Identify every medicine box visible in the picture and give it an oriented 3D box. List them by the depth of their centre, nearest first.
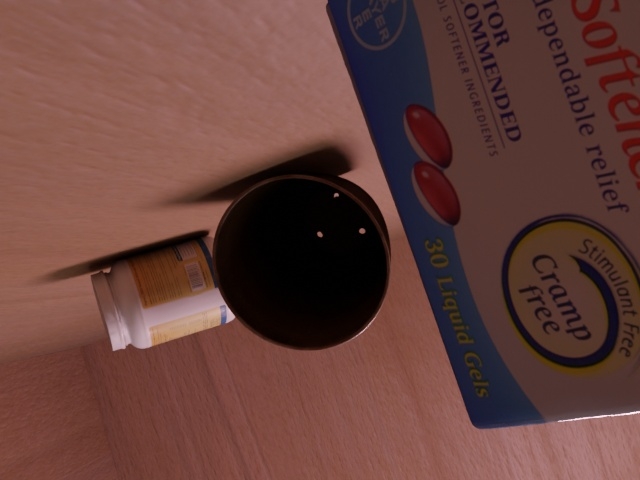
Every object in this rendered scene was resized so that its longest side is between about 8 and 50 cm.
[{"bbox_3d":[0.176,-0.070,0.384,0.149,0.263,0.289,-14,174,-41],"label":"medicine box"}]

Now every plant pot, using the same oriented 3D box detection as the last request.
[{"bbox_3d":[0.000,0.000,1.057,0.215,0.215,0.230,-20,-170,17],"label":"plant pot"}]

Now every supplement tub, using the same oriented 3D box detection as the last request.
[{"bbox_3d":[-0.243,0.084,1.270,0.199,0.144,0.144,-16,175,-18],"label":"supplement tub"}]
